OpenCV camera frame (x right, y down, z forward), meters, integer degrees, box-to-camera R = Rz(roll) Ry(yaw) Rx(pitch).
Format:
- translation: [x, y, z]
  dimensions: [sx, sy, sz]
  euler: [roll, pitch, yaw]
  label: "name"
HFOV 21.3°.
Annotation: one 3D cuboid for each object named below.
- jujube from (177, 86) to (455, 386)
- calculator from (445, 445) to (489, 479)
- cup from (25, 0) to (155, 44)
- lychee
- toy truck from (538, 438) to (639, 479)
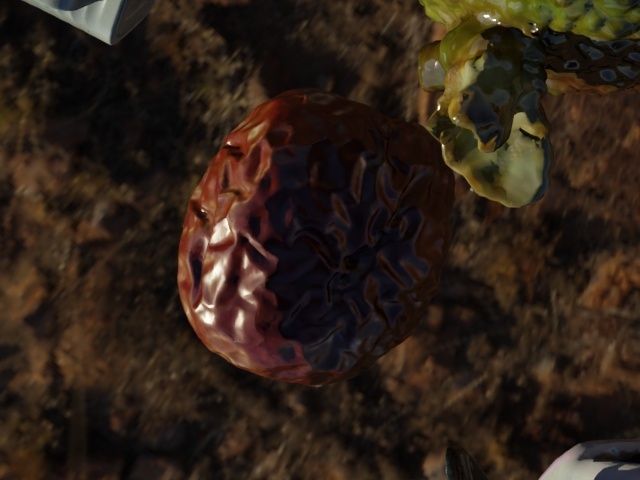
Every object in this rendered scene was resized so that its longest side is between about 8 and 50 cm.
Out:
- translation: [0.000, 0.000, 1.366]
  dimensions: [0.213, 0.213, 0.232]
  euler: [21, 92, 6]
  label: "jujube"
- translation: [0.159, 0.315, 1.578]
  dimensions: [0.040, 0.268, 0.177]
  euler: [-21, 144, 12]
  label: "calculator"
- translation: [-0.178, -0.199, 1.153]
  dimensions: [0.129, 0.128, 0.095]
  euler: [28, 124, 4]
  label: "cup"
- translation: [0.159, -0.207, 1.044]
  dimensions: [0.320, 0.270, 0.270]
  euler: [-35, 104, -1]
  label: "lychee"
- translation: [0.103, 0.184, 0.469]
  dimensions: [0.124, 0.155, 0.267]
  euler: [6, 92, -31]
  label: "toy truck"
